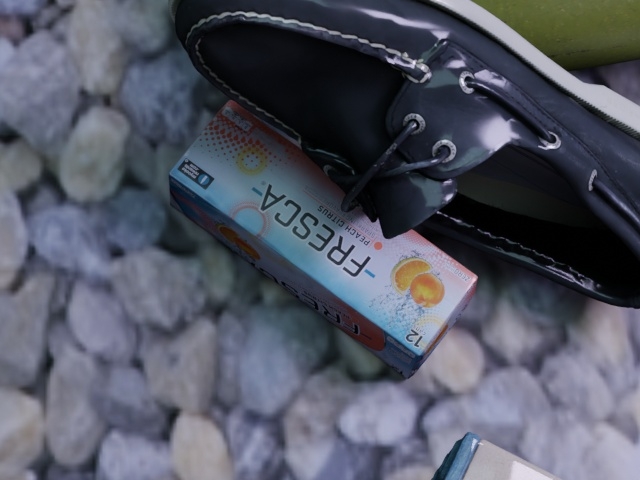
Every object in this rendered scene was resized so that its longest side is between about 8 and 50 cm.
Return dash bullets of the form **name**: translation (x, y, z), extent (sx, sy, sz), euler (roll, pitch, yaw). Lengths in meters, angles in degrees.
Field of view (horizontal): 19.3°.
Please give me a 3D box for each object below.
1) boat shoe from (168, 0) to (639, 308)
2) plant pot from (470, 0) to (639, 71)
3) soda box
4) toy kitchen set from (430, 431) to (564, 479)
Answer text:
- **boat shoe**: translation (0.065, -0.047, 1.034), extent (0.340, 0.127, 0.113), euler (25, 57, -32)
- **plant pot**: translation (0.135, -0.207, 1.090), extent (0.293, 0.275, 0.275), euler (-24, 75, 6)
- **soda box**: translation (0.000, 0.000, 1.102), extent (0.183, 0.058, 0.063), euler (36, 74, 8)
- **toy kitchen set**: translation (0.029, 0.209, 0.979), extent (0.122, 0.166, 0.207), euler (23, 72, 4)
